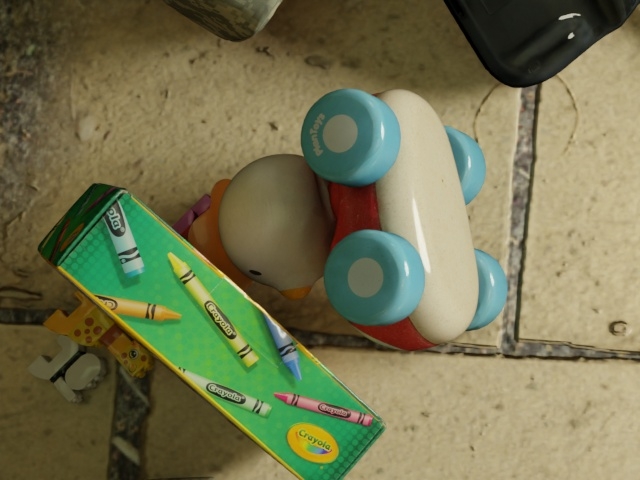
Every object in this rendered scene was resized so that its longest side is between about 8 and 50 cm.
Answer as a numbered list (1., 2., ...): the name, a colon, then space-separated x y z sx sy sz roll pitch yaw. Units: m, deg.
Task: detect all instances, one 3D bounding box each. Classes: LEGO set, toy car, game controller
1. LEGO set: -0.158 0.066 1.287 0.227 0.087 0.093 -44 76 4
2. toy car: 0.000 0.000 1.216 0.238 0.219 0.210 -14 80 26
3. game controller: 0.146 -0.277 1.197 0.166 0.067 0.319 -35 118 2

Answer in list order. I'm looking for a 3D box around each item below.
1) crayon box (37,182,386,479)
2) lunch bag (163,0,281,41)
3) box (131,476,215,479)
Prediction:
1. crayon box: -0.091 0.075 1.172 0.278 0.165 0.081 43 82 -14
2. lunch bag: -0.092 -0.346 1.232 0.256 0.212 0.305 34 90 -10
3. box: -0.166 0.239 1.165 0.113 0.275 0.094 -6 81 11
